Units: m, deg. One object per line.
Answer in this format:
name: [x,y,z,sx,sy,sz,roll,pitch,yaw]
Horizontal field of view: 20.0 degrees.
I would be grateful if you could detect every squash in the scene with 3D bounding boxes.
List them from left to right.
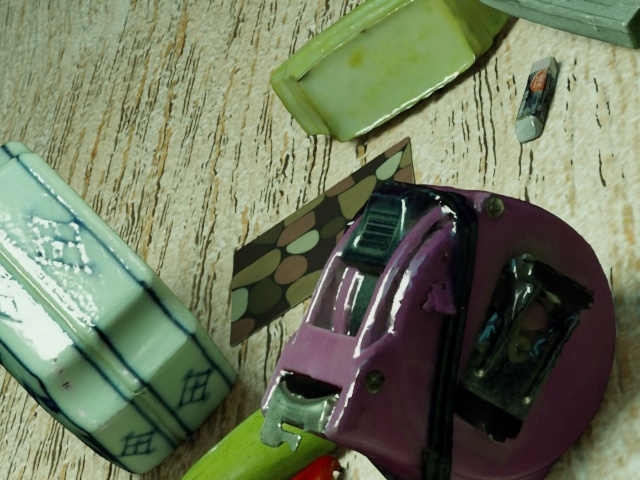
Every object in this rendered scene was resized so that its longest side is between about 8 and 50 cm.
squash: [-0.058,0.188,1.576,0.201,0.066,0.066,-35,29,24]

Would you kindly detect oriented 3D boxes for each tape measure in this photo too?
tape measure: [0.100,0.082,1.334,0.149,0.232,0.245,9,77,58]

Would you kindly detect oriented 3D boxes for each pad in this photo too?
pad: [0.000,0.000,1.808,0.235,0.003,0.158,-33,30,21]

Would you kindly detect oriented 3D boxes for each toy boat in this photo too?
toy boat: [0.078,-0.195,1.845,0.276,0.111,0.084,-30,23,16]
toy boat: [0.215,-0.272,1.705,0.319,0.092,0.141,21,65,40]

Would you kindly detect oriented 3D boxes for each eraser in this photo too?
eraser: [0.201,-0.133,1.699,0.027,0.019,0.099,-20,36,40]

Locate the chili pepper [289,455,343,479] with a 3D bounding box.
chili pepper: [-0.116,0.321,1.474,0.368,0.092,0.137,-36,10,2]

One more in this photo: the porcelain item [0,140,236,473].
porcelain item: [-0.228,0.070,1.681,0.157,0.281,0.286,-44,70,-9]
